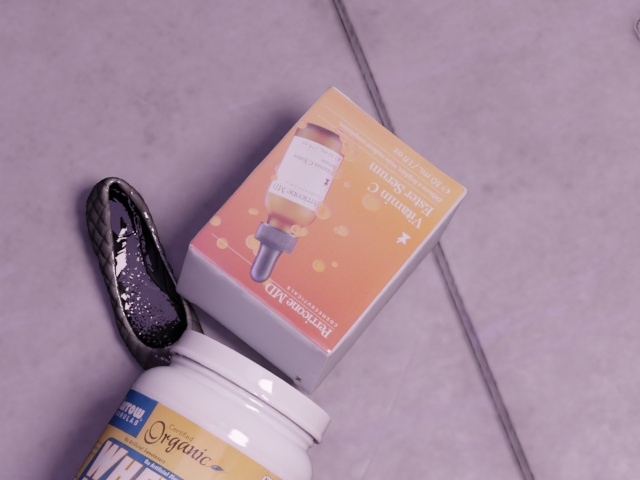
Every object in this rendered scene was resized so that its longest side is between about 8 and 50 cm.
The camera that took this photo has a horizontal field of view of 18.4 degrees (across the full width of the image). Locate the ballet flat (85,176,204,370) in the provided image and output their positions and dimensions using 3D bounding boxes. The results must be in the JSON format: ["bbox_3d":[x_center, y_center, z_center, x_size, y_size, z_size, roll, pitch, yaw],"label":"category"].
[{"bbox_3d":[-0.131,0.035,1.450,0.057,0.049,0.173,-24,83,-10],"label":"ballet flat"}]

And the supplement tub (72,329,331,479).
[{"bbox_3d":[-0.095,0.177,1.366,0.144,0.144,0.199,30,80,5],"label":"supplement tub"}]

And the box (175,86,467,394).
[{"bbox_3d":[0.000,0.000,1.427,0.130,0.091,0.170,37,66,6],"label":"box"}]
